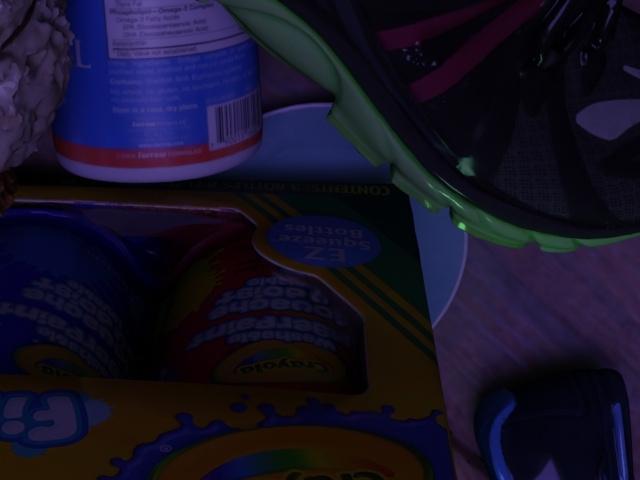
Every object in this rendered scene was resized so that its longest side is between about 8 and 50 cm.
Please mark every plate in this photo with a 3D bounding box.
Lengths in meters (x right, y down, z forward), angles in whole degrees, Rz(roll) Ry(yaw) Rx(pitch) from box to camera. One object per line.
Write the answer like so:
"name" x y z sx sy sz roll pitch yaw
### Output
"plate" 0.000 0.000 0.980 0.188 0.024 0.188 -1 110 -3

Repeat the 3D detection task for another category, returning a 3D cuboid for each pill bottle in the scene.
"pill bottle" -0.099 -0.153 0.864 0.124 0.124 0.222 -4 109 -3

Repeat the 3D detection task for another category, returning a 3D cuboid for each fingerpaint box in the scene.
"fingerpaint box" -0.164 0.104 0.797 0.444 0.371 0.163 2 117 -1

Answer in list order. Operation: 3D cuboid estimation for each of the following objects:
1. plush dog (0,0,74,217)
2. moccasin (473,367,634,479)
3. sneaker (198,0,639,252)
"plush dog" -0.188 -0.126 0.732 0.210 0.225 0.263 1 66 14
"moccasin" 0.211 0.245 1.026 0.116 0.138 0.342 -23 111 0
"sneaker" 0.084 -0.146 0.778 0.202 0.185 0.482 -27 139 34
